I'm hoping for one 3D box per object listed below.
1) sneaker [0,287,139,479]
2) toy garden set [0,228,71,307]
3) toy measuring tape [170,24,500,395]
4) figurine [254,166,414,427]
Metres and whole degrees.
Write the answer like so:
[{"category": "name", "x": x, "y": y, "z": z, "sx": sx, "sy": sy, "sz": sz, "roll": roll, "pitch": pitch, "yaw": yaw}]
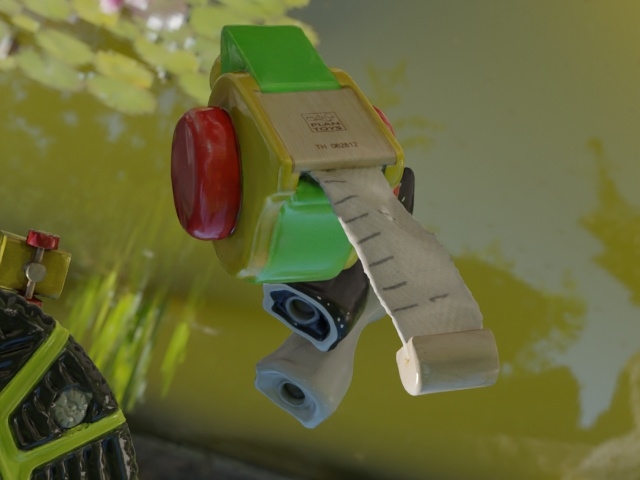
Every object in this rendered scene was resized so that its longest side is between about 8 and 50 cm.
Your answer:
[{"category": "sneaker", "x": -0.242, "y": 0.058, "z": 0.779, "sx": 0.384, "sy": 0.145, "sz": 0.147, "roll": 51, "pitch": 155, "yaw": -25}, {"category": "toy garden set", "x": -0.330, "y": 0.068, "z": 1.278, "sx": 0.244, "sy": 0.203, "sz": 0.049, "roll": 17, "pitch": -176, "yaw": 18}, {"category": "toy measuring tape", "x": 0.000, "y": 0.000, "z": 0.726, "sx": 0.121, "sy": 0.121, "sz": 0.330, "roll": 35, "pitch": -164, "yaw": -35}, {"category": "figurine", "x": 0.028, "y": 0.054, "z": 1.511, "sx": 0.092, "sy": 0.209, "sz": 0.215, "roll": 27, "pitch": 141, "yaw": 16}]
